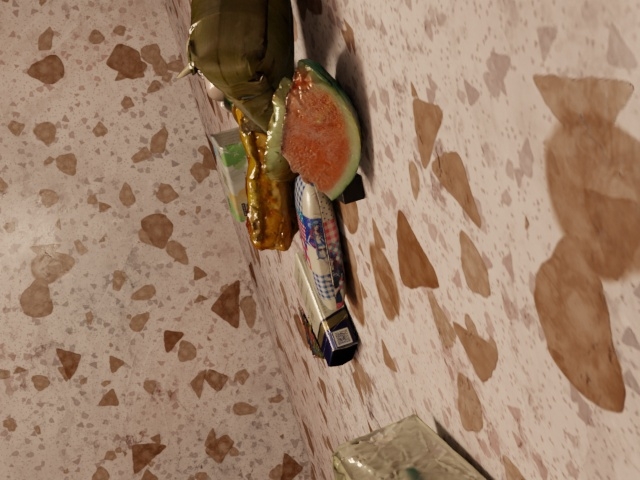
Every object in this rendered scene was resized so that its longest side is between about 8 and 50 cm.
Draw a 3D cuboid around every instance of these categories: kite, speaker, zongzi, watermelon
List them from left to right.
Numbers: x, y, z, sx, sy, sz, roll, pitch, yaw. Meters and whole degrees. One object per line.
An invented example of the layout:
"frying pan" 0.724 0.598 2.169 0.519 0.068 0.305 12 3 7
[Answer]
"zongzi" -0.104 -0.368 1.338 0.360 0.159 0.323 47 -131 -69
"kite" -0.024 0.301 2.366 0.241 0.014 0.183 -121 20 -49
"watermelon" 0.011 -0.200 1.235 0.146 0.128 0.231 -80 0 -49
"speaker" 0.028 -0.113 1.392 0.191 0.040 0.046 -135 31 -67

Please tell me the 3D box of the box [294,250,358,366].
"box" 0.010 0.160 1.829 0.168 0.071 0.259 99 150 -67

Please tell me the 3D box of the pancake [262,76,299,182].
"pancake" -0.040 -0.197 1.381 0.376 0.054 0.197 40 -111 -84

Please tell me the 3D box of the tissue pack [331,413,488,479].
"tissue pack" 0.177 0.527 1.252 0.297 0.207 0.381 -141 34 -67

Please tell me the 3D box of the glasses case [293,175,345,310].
"glasses case" 0.000 0.000 1.606 0.125 0.076 0.328 -120 16 -57

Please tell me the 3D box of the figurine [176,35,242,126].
"figurine" -0.168 -0.350 1.724 0.332 0.204 0.185 45 -169 5

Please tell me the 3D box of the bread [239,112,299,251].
"bread" -0.109 -0.164 1.577 0.185 0.109 0.381 -59 -29 -53

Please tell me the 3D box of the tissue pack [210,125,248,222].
"tissue pack" -0.162 -0.163 1.921 0.145 0.159 0.230 -124 19 -52
